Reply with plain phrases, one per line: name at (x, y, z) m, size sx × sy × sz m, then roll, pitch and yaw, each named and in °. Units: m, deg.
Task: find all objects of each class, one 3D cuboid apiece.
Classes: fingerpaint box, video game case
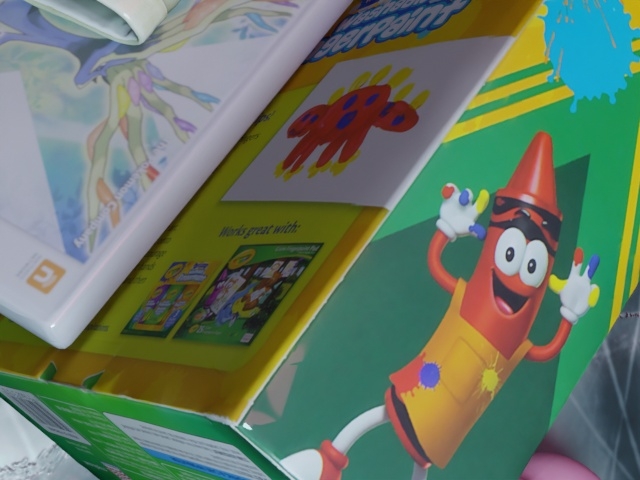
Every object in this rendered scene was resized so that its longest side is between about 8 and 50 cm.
fingerpaint box at (0.000, 0.000, 0.821) m, size 0.163 × 0.445 × 0.371 m, roll 46°, pitch 66°, yaw -22°
video game case at (-0.183, -0.123, 0.845) m, size 0.329 × 0.300 × 0.036 m, roll -53°, pitch 155°, yaw -22°

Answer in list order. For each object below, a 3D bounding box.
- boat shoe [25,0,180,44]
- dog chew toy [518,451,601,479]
boat shoe at (-0.221, -0.218, 0.828) m, size 0.302 × 0.109 × 0.094 m, roll 20°, pitch 66°, yaw 18°
dog chew toy at (0.124, 0.281, 1.021) m, size 0.332 × 0.206 × 0.207 m, roll -24°, pitch 99°, yaw -36°
